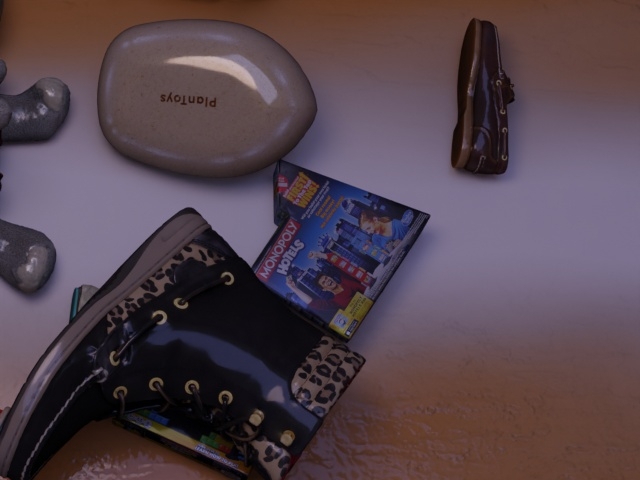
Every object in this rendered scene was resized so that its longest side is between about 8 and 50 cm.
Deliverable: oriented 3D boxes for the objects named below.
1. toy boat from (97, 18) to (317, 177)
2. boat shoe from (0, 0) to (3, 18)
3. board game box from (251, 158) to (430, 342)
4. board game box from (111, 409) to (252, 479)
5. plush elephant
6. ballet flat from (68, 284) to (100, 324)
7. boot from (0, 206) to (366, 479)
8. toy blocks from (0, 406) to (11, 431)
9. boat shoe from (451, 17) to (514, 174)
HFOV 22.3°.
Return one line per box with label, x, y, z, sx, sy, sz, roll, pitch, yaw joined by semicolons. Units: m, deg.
toy boat;-0.124;-0.235;1.962;0.267;0.148;0.318;11;95;5
boat shoe;-0.476;-0.356;1.994;0.111;0.104;0.307;-19;72;-25
board game box;0.000;0.000;1.963;0.194;0.060;0.194;33;68;5
board game box;-0.135;0.181;1.877;0.170;0.048;0.141;24;69;-1
plush elephant;-0.441;-0.127;1.827;0.330;0.255;0.271;12;68;-5
ballet flat;-0.273;0.130;1.870;0.052;0.057;0.168;15;68;-14
boot;-0.150;0.172;1.778;0.284;0.138;0.377;36;58;4
toy blocks;-0.400;0.229;1.809;0.148;0.054;0.123;24;67;-1
boat shoe;0.211;-0.181;2.064;0.073;0.073;0.207;8;75;-9
